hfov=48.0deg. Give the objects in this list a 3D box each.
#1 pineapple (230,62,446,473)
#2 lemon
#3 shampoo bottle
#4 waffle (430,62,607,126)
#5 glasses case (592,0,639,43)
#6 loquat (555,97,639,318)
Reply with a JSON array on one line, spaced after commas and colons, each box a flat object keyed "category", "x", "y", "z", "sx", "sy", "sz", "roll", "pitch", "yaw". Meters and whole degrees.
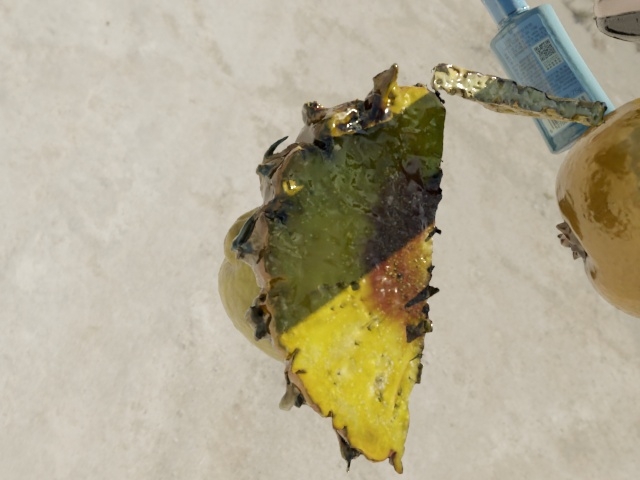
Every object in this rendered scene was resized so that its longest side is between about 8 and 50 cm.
[{"category": "pineapple", "x": -0.002, "y": 0.001, "z": 0.596, "sx": 0.161, "sy": 0.158, "sz": 0.334, "roll": 9, "pitch": 86, "yaw": -17}, {"category": "lemon", "x": 0.000, "y": 0.074, "z": 1.114, "sx": 0.316, "sy": 0.285, "sz": 0.285, "roll": 31, "pitch": 45, "yaw": 10}, {"category": "shampoo bottle", "x": 0.309, "y": -0.255, "z": 1.015, "sx": 0.061, "sy": 0.104, "sz": 0.258, "roll": -12, "pitch": 72, "yaw": -55}, {"category": "waffle", "x": 0.152, "y": -0.108, "z": 0.538, "sx": 0.098, "sy": 0.023, "sz": 0.153, "roll": 14, "pitch": 9, "yaw": 30}, {"category": "glasses case", "x": 0.344, "y": -0.197, "z": 0.532, "sx": 0.122, "sy": 0.314, "sz": 0.075, "roll": -24, "pitch": 107, "yaw": -20}, {"category": "loquat", "x": 0.313, "y": -0.031, "z": 0.642, "sx": 0.208, "sy": 0.208, "sz": 0.208, "roll": 17, "pitch": 51, "yaw": -23}]
